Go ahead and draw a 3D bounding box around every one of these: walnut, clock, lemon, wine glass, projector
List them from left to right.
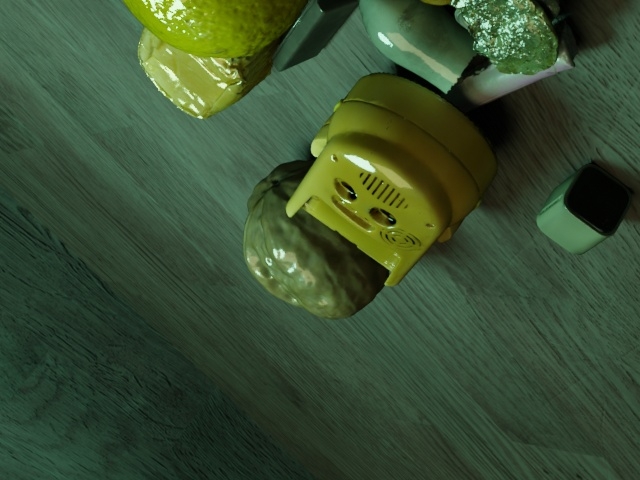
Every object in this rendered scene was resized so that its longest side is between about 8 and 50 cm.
[{"bbox_3d":[-0.126,-0.343,1.269,0.253,0.253,0.310,23,154,26],"label":"lemon"},{"bbox_3d":[-0.002,0.000,1.767,0.273,0.227,0.273,32,155,17],"label":"walnut"},{"bbox_3d":[0.103,-0.091,1.467,0.244,0.200,0.317,33,163,-2],"label":"clock"},{"bbox_3d":[0.098,-0.267,1.303,0.202,0.093,0.093,38,156,0],"label":"wine glass"},{"bbox_3d":[0.346,-0.040,1.408,0.083,0.083,0.082,36,157,-1],"label":"projector"}]

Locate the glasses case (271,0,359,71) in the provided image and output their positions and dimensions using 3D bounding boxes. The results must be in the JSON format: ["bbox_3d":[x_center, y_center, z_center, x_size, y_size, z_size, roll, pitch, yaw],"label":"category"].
[{"bbox_3d":[-0.009,-0.287,1.434,0.042,0.072,0.190,54,155,1],"label":"glasses case"}]

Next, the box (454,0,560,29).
[{"bbox_3d":[0.215,-0.268,1.183,0.089,0.062,0.122,36,157,-4],"label":"box"}]

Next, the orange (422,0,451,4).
[{"bbox_3d":[0.135,-0.305,1.206,0.085,0.085,0.085,29,156,14],"label":"orange"}]

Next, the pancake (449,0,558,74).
[{"bbox_3d":[0.205,-0.228,1.163,0.116,0.023,0.129,7,144,43],"label":"pancake"}]

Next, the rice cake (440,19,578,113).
[{"bbox_3d":[0.224,-0.202,1.309,0.055,0.049,0.270,47,155,-13],"label":"rice cake"}]

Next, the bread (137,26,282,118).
[{"bbox_3d":[-0.155,-0.285,1.554,0.179,0.133,0.250,38,155,-3],"label":"bread"}]
